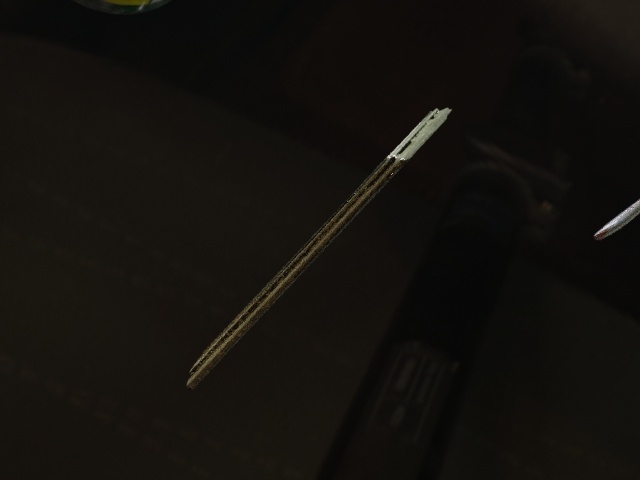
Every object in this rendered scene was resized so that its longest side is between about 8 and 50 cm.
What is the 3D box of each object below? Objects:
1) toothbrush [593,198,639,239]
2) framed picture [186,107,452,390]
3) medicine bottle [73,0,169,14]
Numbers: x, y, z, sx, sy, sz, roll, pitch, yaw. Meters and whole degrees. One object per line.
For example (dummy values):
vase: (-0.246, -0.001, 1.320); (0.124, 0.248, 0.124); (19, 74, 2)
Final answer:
toothbrush: (0.341, -0.056, 1.564); (0.193, 0.019, 0.013); (-35, 39, -6)
framed picture: (0.000, 0.000, 1.469); (0.018, 0.293, 0.231); (44, 20, 0)
medicine bottle: (-0.098, -0.284, 1.078); (0.141, 0.293, 0.141); (14, 57, -23)
